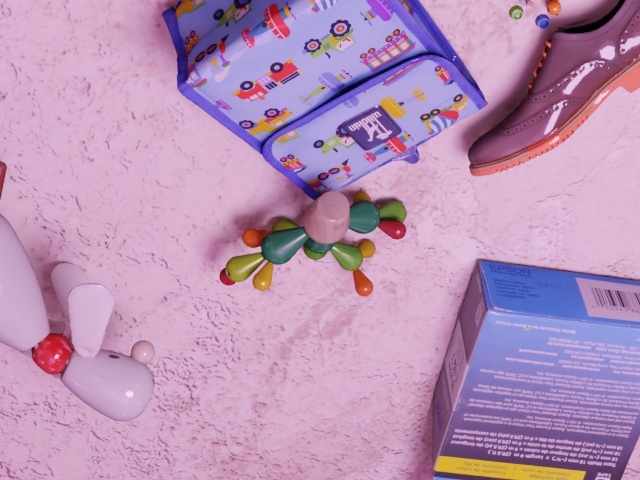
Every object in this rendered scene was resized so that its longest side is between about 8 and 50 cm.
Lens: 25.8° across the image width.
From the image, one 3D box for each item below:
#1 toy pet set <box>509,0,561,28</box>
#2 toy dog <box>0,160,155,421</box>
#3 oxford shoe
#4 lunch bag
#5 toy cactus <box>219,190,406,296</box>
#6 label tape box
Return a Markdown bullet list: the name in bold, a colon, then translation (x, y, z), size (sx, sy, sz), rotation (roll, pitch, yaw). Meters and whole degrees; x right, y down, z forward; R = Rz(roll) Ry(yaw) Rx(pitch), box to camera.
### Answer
- **toy pet set**: translation (0.204, -0.266, 1.408), size (0.122, 0.065, 0.114), rotation (14, 122, -15)
- **toy dog**: translation (-0.307, 0.042, 1.519), size (0.334, 0.220, 0.161), rotation (41, 80, -35)
- **oxford shoe**: translation (0.255, -0.169, 1.477), size (0.271, 0.097, 0.098), rotation (-37, 100, 14)
- **lunch bag**: translation (0.017, -0.170, 1.439), size (0.221, 0.138, 0.293), rotation (-31, 134, 17)
- **toy cactus**: translation (0.000, 0.000, 1.520), size (0.219, 0.112, 0.180), rotation (-9, 165, -10)
- **label tape box**: translation (0.267, 0.197, 1.704), size (0.241, 0.106, 0.333), rotation (8, 124, -10)
